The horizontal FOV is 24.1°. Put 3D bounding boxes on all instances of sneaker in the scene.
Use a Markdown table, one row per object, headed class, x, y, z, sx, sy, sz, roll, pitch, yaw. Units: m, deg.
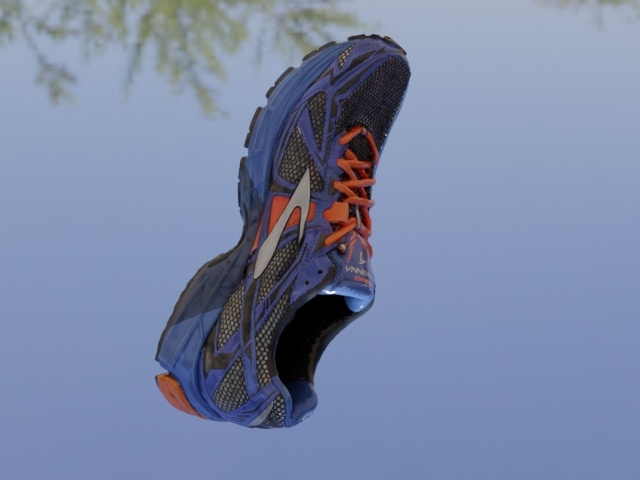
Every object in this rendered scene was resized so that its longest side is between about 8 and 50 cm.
| class | x | y | z | sx | sy | sz | roll | pitch | yaw |
| --- | --- | --- | --- | --- | --- | --- | --- | --- | --- |
| sneaker | 0.000 | 0.000 | 0.773 | 0.087 | 0.221 | 0.083 | 22 | -179 | 37 |
